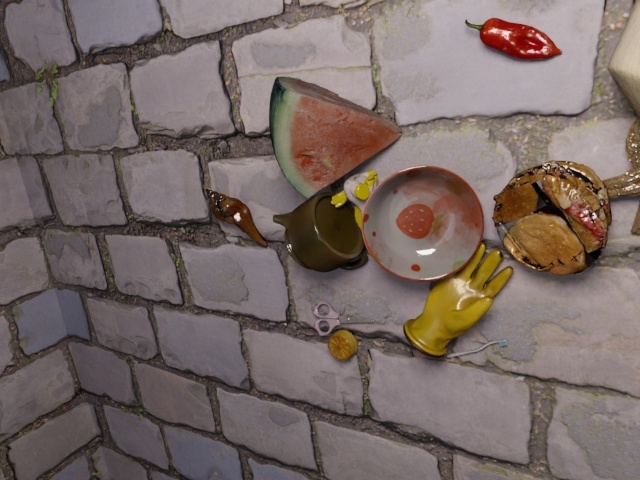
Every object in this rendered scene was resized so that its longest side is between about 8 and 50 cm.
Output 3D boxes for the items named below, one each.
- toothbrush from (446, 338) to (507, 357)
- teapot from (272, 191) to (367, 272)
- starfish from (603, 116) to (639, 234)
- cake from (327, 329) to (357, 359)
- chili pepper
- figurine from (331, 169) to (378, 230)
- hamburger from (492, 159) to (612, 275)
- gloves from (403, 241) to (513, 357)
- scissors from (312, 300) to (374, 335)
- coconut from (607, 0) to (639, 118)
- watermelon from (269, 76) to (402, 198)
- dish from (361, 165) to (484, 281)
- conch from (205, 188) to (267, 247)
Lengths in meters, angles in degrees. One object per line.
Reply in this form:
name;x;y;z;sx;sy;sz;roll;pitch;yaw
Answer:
toothbrush;0.373;0.260;1.229;0.162;0.014;0.017;-25;74;39
teapot;0.000;0.000;1.288;0.268;0.185;0.175;36;137;-25
starfish;0.607;-0.113;0.905;0.277;0.062;0.235;-35;92;34
cake;0.062;0.295;1.439;0.084;0.044;0.084;12;113;30
chili pepper;0.359;-0.382;0.965;0.191;0.050;0.059;25;104;17
figurine;0.123;-0.081;1.230;0.130;0.109;0.178;-35;107;33
hamburger;0.447;-0.040;0.988;0.231;0.107;0.231;29;136;32
gloves;0.313;0.126;1.172;0.133;0.116;0.294;35;118;11
scissors;0.062;0.219;1.420;0.189;0.015;0.100;-2;87;27
coconut;0.565;-0.278;0.749;0.237;0.237;0.265;26;115;24
watermelon;0.000;-0.235;1.153;0.293;0.250;0.283;5;116;36
dish;0.225;-0.043;1.139;0.260;0.085;0.260;2;106;8
conch;-0.240;-0.073;1.491;0.233;0.086;0.080;31;81;6
